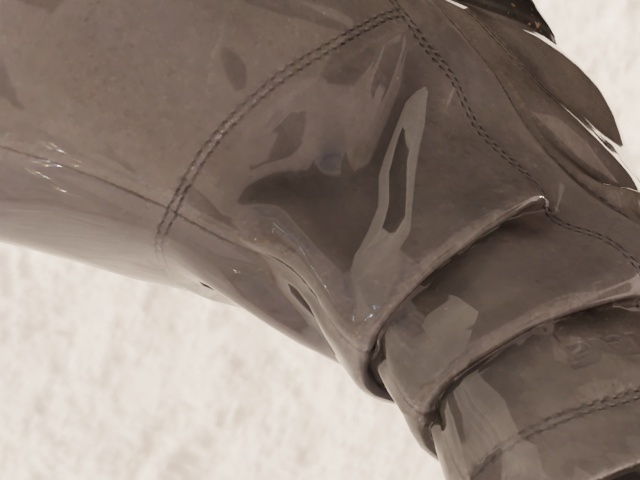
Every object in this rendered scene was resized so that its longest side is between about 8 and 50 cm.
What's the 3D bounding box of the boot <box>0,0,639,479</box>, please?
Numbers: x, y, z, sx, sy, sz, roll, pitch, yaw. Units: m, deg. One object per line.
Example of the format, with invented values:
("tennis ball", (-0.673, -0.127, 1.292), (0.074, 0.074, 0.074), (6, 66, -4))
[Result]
("boot", (0.000, 0.000, 0.374), (0.338, 0.223, 0.118), (-3, 136, -39))
